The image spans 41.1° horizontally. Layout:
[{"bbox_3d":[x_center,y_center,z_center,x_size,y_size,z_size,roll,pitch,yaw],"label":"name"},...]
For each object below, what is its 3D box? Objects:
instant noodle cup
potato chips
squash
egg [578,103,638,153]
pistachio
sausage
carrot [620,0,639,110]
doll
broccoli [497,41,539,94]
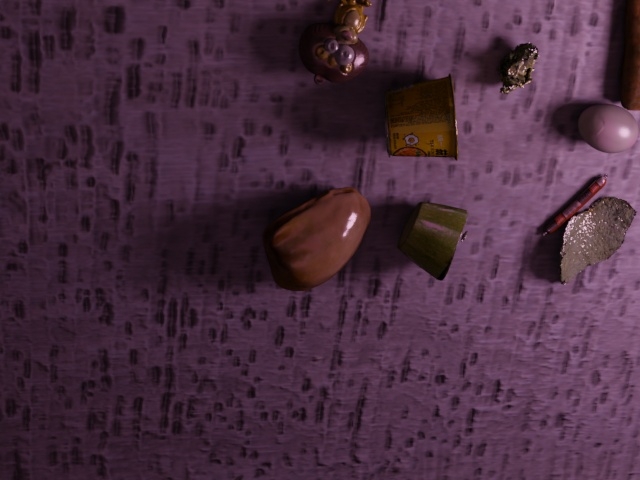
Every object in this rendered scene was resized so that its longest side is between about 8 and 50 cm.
[{"bbox_3d":[0.207,-0.250,1.777,0.144,0.182,0.182,-5,115,7],"label":"instant noodle cup"},{"bbox_3d":[0.636,0.002,1.992,0.228,0.059,0.167,-37,119,5],"label":"potato chips"},{"bbox_3d":[0.252,-0.010,1.896,0.122,0.170,0.170,26,110,-3],"label":"squash"},{"bbox_3d":[0.624,-0.243,1.852,0.135,0.103,0.103,19,111,-13],"label":"egg"},{"bbox_3d":[0.000,0.000,1.877,0.260,0.163,0.213,-28,136,-7],"label":"pistachio"},{"bbox_3d":[0.586,-0.081,1.965,0.028,0.025,0.198,44,104,-1],"label":"sausage"},{"bbox_3d":[0.670,-0.441,1.791,0.070,0.070,0.343,-7,112,-3],"label":"carrot"},{"bbox_3d":[0.029,-0.409,1.725,0.145,0.096,0.188,0,105,-14],"label":"doll"},{"bbox_3d":[0.414,-0.360,1.786,0.096,0.092,0.095,-14,103,20],"label":"broccoli"}]
